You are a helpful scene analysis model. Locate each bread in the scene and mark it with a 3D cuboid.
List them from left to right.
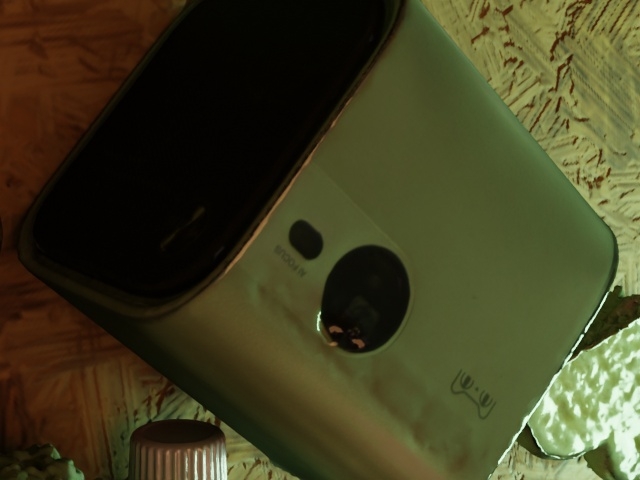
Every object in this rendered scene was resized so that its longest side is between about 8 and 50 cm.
[{"bbox_3d":[0.243,0.118,1.169,0.232,0.064,0.173,20,88,-37],"label":"bread"}]

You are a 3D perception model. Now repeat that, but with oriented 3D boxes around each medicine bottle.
[{"bbox_3d":[-0.099,0.229,0.943,0.083,0.083,0.203,-4,103,-34],"label":"medicine bottle"}]

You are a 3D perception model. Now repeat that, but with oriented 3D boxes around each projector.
[{"bbox_3d":[0.000,0.000,0.862,0.249,0.248,0.249,44,74,-33],"label":"projector"}]

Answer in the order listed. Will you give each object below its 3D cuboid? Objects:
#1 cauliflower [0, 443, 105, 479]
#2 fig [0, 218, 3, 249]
[{"bbox_3d":[-0.178,0.265,0.833,0.256,0.315,0.239,52,35,13],"label":"cauliflower"},{"bbox_3d":[-0.276,0.015,0.775,0.184,0.133,0.127,-11,129,7],"label":"fig"}]
